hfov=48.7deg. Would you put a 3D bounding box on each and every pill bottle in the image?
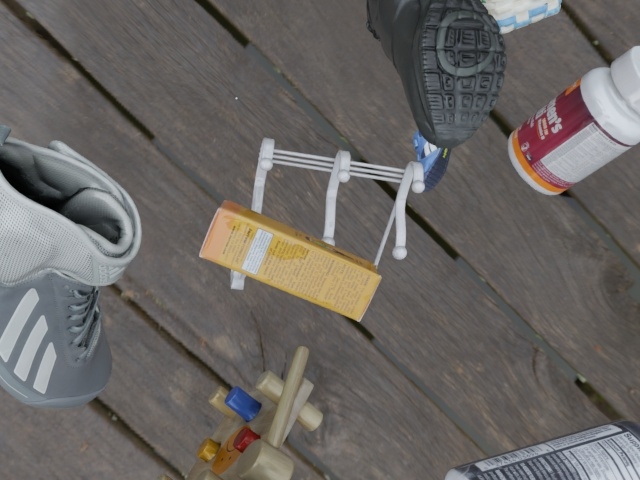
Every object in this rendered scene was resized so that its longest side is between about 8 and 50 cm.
[{"bbox_3d":[0.385,-0.167,1.005,0.121,0.121,0.221,35,138,-12],"label":"pill bottle"},{"bbox_3d":[0.252,0.247,0.663,0.246,0.130,0.130,-12,103,-11],"label":"pill bottle"}]

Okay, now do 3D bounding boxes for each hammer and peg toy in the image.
[{"bbox_3d":[-0.104,0.327,1.119,0.127,0.361,0.265,42,54,-14],"label":"hammer and peg toy"}]

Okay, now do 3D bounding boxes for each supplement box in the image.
[{"bbox_3d":[-0.039,0.027,0.954,0.234,0.078,0.080,21,100,-5],"label":"supplement box"}]

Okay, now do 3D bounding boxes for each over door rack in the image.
[{"bbox_3d":[0.000,0.000,1.083,0.240,0.108,0.324,8,139,-10],"label":"over door rack"}]

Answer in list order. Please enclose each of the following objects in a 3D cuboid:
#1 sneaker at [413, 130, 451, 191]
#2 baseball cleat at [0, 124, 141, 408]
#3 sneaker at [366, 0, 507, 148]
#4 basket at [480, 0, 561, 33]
[{"bbox_3d":[0.183,-0.151,1.182,0.059,0.053,0.144,16,84,31],"label":"sneaker"},{"bbox_3d":[-0.131,0.028,0.354,0.110,0.072,0.205,-4,144,11],"label":"baseball cleat"},{"bbox_3d":[0.109,-0.227,0.747,0.109,0.130,0.286,4,74,-29],"label":"sneaker"},{"bbox_3d":[0.330,-0.548,1.316,0.201,0.254,0.288,-18,117,0],"label":"basket"}]
